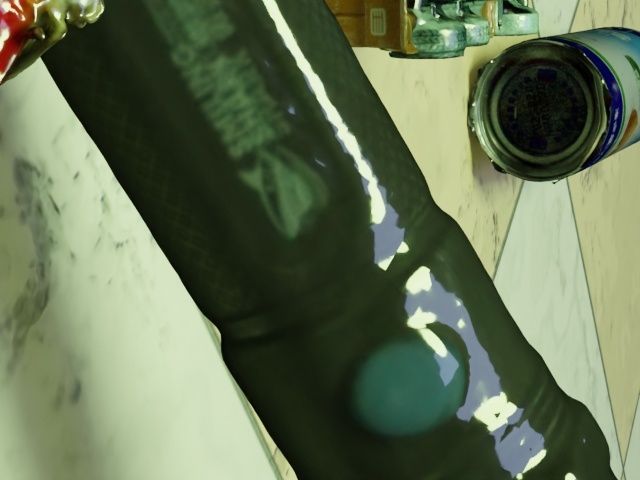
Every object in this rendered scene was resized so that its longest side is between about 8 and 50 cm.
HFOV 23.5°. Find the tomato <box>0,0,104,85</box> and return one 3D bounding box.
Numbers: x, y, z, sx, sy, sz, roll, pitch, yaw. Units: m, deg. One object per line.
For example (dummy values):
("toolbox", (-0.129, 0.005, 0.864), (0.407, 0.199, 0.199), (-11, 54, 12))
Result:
("tomato", (-0.115, -0.098, 0.351), (0.139, 0.091, 0.159), (44, 67, -33))

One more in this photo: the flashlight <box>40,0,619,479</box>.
("flashlight", (0.000, 0.000, 0.474), (0.424, 0.103, 0.103), (60, 34, -17))

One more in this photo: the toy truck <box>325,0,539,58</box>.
("toy truck", (0.026, -0.123, 0.670), (0.178, 0.115, 0.080), (-22, 113, -64))

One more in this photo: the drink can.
("drink can", (0.183, -0.100, 1.080), (0.235, 0.097, 0.097), (-20, 112, -65))
